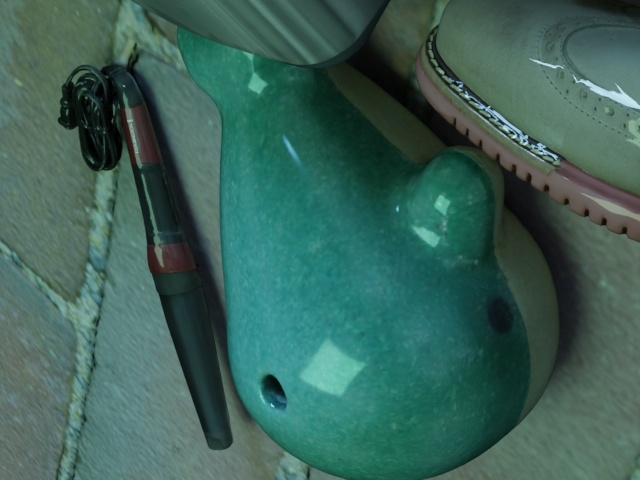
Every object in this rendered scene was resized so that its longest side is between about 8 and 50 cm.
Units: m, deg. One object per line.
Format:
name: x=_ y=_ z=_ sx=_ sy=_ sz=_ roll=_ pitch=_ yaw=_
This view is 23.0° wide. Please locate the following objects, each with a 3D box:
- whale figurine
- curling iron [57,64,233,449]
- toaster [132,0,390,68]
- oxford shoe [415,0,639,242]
whale figurine: x=0.000 y=0.000 z=0.794 sx=0.216 sy=0.141 sz=0.272 roll=-16 pitch=105 yaw=53
curling iron: x=-0.101 y=0.012 z=1.008 sx=0.068 sy=0.035 sz=0.274 roll=6 pitch=121 yaw=51
toaster: x=-0.051 y=-0.168 z=0.689 sx=0.227 sy=0.129 sz=0.146 roll=30 pitch=178 yaw=32
oxford shoe: x=0.194 y=-0.058 z=0.561 sx=0.348 sy=0.123 sz=0.130 roll=19 pitch=126 yaw=26
